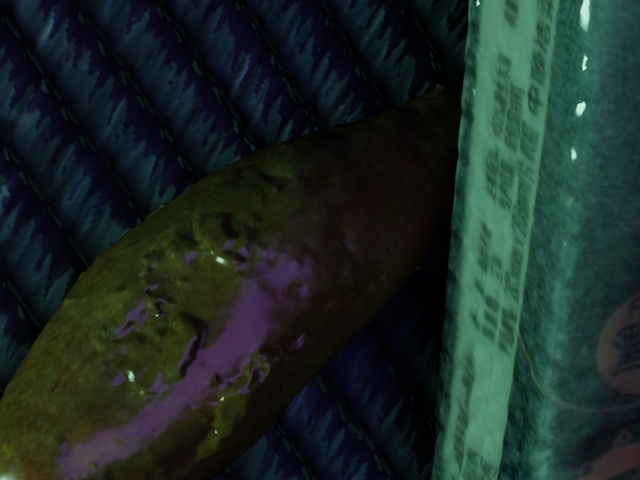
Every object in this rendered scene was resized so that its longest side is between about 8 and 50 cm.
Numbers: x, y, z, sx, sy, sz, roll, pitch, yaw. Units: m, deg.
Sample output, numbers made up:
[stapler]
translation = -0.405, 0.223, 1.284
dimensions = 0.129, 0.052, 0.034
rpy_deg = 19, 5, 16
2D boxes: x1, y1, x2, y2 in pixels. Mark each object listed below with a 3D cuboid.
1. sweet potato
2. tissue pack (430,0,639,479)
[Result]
[sweet potato]
translation = 0.000, 0.000, 0.839
dimensions = 0.385, 0.109, 0.109
rpy_deg = -37, 104, -16
[tissue pack]
translation = 0.170, -0.012, 0.817
dimensions = 0.228, 0.103, 0.315
rpy_deg = -12, 123, -26
